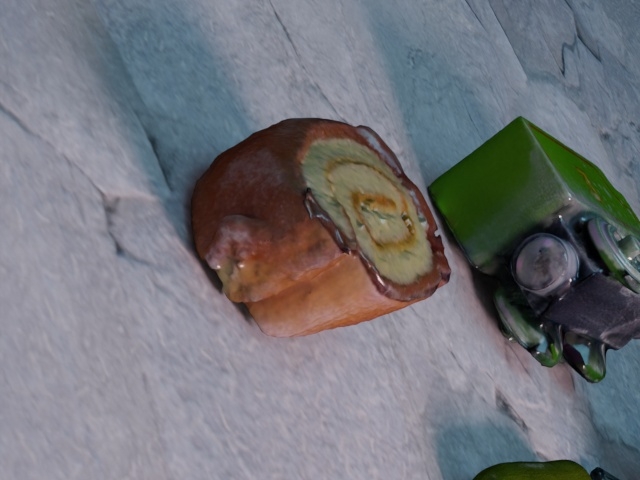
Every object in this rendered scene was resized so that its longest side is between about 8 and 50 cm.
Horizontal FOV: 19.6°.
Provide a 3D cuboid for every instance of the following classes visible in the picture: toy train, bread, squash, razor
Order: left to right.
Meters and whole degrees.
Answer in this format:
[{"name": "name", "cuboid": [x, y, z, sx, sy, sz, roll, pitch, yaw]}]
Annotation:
[{"name": "bread", "cuboid": [-0.007, -0.011, 1.524, 0.190, 0.123, 0.244, 61, 21, 7]}, {"name": "squash", "cuboid": [0.208, 0.240, 1.749, 0.258, 0.069, 0.069, 10, 53, -62]}, {"name": "toy train", "cuboid": [0.271, 0.014, 2.059, 0.307, 0.173, 0.249, 23, 33, -56]}, {"name": "razor", "cuboid": [0.352, 0.289, 2.050, 0.190, 0.033, 0.066, 37, 30, -44]}]
